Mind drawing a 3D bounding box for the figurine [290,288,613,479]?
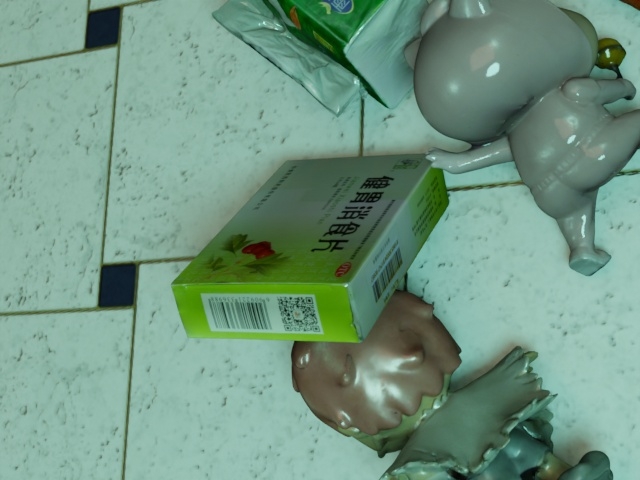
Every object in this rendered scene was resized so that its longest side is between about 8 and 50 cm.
[{"bbox_3d":[0.077,0.141,1.000,0.387,0.166,0.207,31,58,31],"label":"figurine"}]

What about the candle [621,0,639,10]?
[{"bbox_3d":[0.348,-0.228,1.005,0.301,0.059,0.084,40,105,28],"label":"candle"}]

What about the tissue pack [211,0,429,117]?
[{"bbox_3d":[0.000,-0.236,1.126,0.156,0.148,0.209,-49,62,6],"label":"tissue pack"}]

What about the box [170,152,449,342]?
[{"bbox_3d":[-0.001,0.000,1.021,0.175,0.260,0.062,-1,118,26],"label":"box"}]

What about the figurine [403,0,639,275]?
[{"bbox_3d":[0.210,-0.121,1.014,0.287,0.186,0.176,45,144,11],"label":"figurine"}]
